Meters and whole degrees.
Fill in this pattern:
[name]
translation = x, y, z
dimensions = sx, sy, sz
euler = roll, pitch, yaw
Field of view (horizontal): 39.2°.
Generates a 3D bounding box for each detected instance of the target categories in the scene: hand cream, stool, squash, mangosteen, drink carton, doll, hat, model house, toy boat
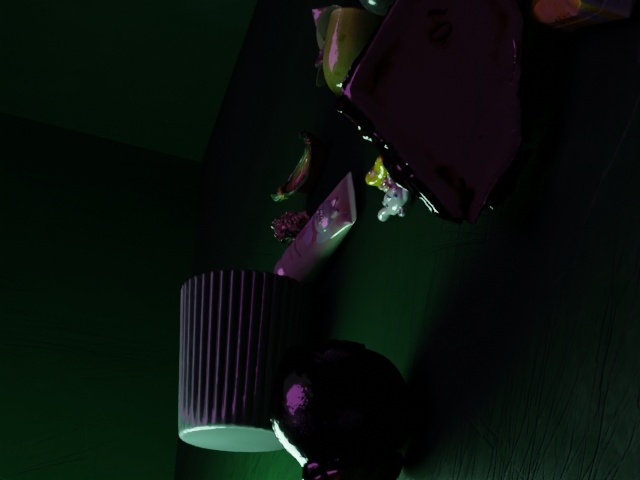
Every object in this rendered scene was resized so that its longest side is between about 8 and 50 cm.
[hand cream]
translation = 0.000, 0.000, 1.945
dimensions = 0.306, 0.093, 0.147
euler = -52, 29, 37
[stool]
translation = -0.167, 0.266, 1.930
dimensions = 0.297, 0.297, 0.330
euler = 130, 145, -59
[squash]
translation = 0.059, -0.408, 1.987
dimensions = 0.123, 0.123, 0.187
euler = 175, 109, -74
[mangosteen]
translation = 0.031, 0.266, 1.357
dimensions = 0.243, 0.242, 0.243
euler = -167, 90, -75
[drink carton]
translation = 0.318, -0.290, 1.043
dimensions = 0.200, 0.084, 0.075
euler = -146, 73, -78
[doll]
translation = 0.131, -0.089, 1.595
dimensions = 0.113, 0.071, 0.135
euler = 56, 140, 45
[hat]
translation = 0.040, -0.476, 2.244
dimensions = 0.173, 0.144, 0.166
euler = 35, -130, -60
[model house]
translation = 0.190, -0.207, 1.256
dimensions = 0.297, 0.317, 0.282
euler = -42, -6, 6
[toy boat]
translation = -0.050, -0.176, 2.228
dimensions = 0.089, 0.088, 0.229
euler = -96, 25, -48

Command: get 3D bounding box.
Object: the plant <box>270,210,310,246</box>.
[plant]
translation = -0.058, -0.013, 2.196
dimensions = 0.116, 0.104, 0.122
euler = -30, -75, -62

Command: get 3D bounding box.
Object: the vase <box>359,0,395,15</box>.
[vase]
translation = 0.148, -0.512, 1.791
dimensions = 0.183, 0.120, 0.120
euler = 18, 95, 61
